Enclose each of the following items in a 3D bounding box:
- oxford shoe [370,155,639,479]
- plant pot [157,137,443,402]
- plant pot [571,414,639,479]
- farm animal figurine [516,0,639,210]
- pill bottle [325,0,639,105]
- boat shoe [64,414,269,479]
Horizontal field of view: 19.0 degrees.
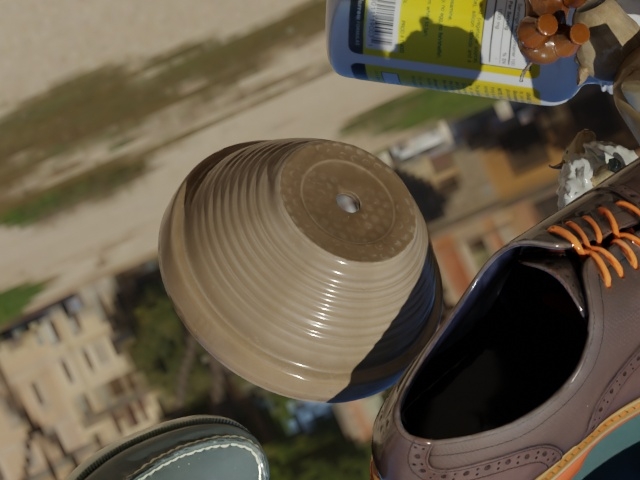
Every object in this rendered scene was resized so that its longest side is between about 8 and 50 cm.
[{"bbox_3d":[0.129,0.022,0.836,0.271,0.097,0.098,-45,155,-19],"label":"oxford shoe"},{"bbox_3d":[0.000,0.000,1.505,0.237,0.237,0.110,-25,160,-37],"label":"plant pot"},{"bbox_3d":[0.279,0.271,1.422,0.341,0.341,0.334,-24,158,6],"label":"plant pot"},{"bbox_3d":[0.323,-0.168,1.758,0.330,0.326,0.172,-17,178,-17],"label":"farm animal figurine"},{"bbox_3d":[0.186,-0.245,2.036,0.334,0.188,0.188,9,-171,11],"label":"pill bottle"},{"bbox_3d":[-0.138,0.212,1.148,0.319,0.116,0.099,-32,-161,-32],"label":"boat shoe"}]
